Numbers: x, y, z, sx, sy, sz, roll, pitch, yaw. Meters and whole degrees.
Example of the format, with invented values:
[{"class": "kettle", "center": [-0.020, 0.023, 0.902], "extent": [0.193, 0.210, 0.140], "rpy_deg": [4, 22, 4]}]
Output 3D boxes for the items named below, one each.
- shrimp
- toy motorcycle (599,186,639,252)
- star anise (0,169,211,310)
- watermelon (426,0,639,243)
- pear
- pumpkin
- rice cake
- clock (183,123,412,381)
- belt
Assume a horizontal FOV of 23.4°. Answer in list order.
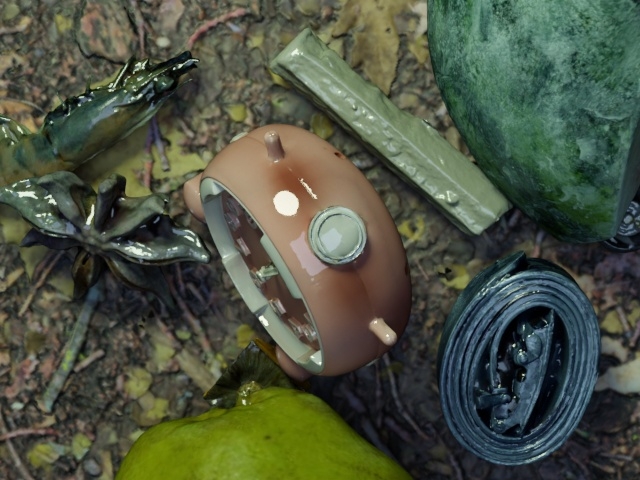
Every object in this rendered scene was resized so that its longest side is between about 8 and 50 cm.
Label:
[{"class": "shrimp", "center": [-0.254, -0.159, 1.421], "extent": [0.262, 0.051, 0.198], "rpy_deg": [-28, 95, 13]}, {"class": "toy motorcycle", "center": [0.360, -0.049, 1.386], "extent": [0.152, 0.073, 0.225], "rpy_deg": [43, 99, -4]}, {"class": "star anise", "center": [-0.197, -0.006, 1.414], "extent": [0.204, 0.061, 0.181], "rpy_deg": [3, 135, 16]}, {"class": "watermelon", "center": [0.236, -0.174, 1.319], "extent": [0.213, 0.289, 0.320], "rpy_deg": [-15, 76, -31]}, {"class": "pear", "center": [-0.036, 0.340, 1.330], "extent": [0.352, 0.352, 0.413], "rpy_deg": [-12, 93, 5]}, {"class": "pumpkin", "center": [-0.061, 0.143, 1.448], "extent": [0.074, 0.054, 0.083], "rpy_deg": [40, 106, 1]}, {"class": "rice cake", "center": [0.067, -0.098, 1.411], "extent": [0.256, 0.052, 0.057], "rpy_deg": [41, 66, -2]}, {"class": "clock", "center": [0.000, 0.000, 1.325], "extent": [0.142, 0.241, 0.227], "rpy_deg": [-31, 91, -12]}, {"class": "belt", "center": [0.181, 0.107, 1.413], "extent": [0.141, 0.082, 0.190], "rpy_deg": [17, 100, -4]}]
